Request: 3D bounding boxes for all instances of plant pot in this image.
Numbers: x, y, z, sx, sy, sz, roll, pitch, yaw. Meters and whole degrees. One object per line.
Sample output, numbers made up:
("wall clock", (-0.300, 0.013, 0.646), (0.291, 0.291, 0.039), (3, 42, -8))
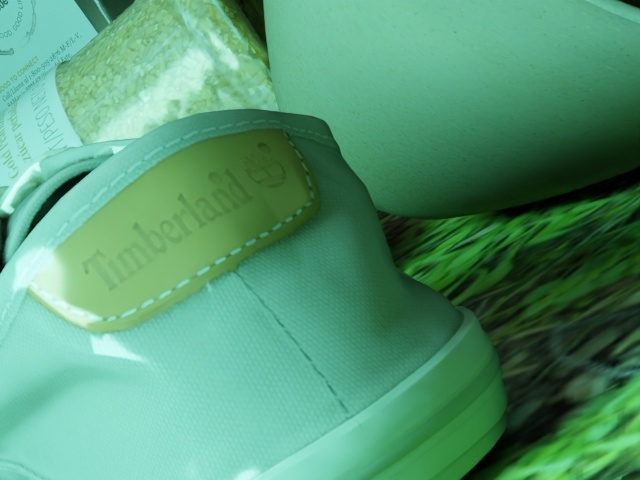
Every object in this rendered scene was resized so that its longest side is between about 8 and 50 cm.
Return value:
("plant pot", (0.078, -0.120, 0.748), (0.256, 0.256, 0.274), (-35, -9, -30))

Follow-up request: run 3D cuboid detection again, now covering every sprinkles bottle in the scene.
("sprinkles bottle", (-0.152, 0.012, 0.948), (0.355, 0.121, 0.121), (-39, 5, 14))

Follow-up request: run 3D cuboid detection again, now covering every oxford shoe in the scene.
("oxford shoe", (-0.081, 0.036, 0.673), (0.169, 0.130, 0.449), (-36, 7, -20))

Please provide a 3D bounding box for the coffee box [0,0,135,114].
("coffee box", (-0.095, -0.116, 1.073), (0.119, 0.297, 0.168), (-25, 10, 41))
